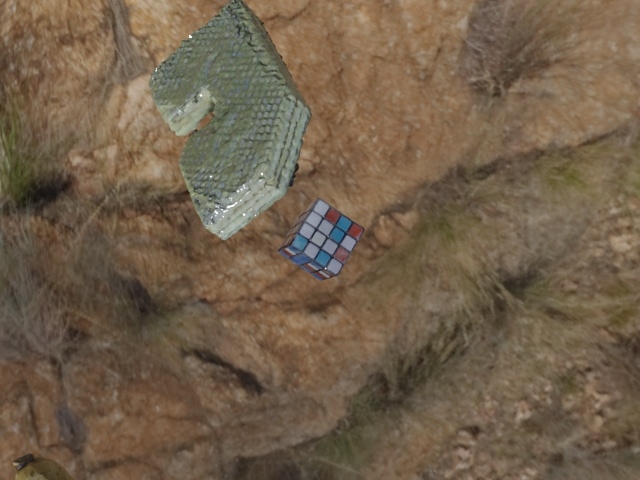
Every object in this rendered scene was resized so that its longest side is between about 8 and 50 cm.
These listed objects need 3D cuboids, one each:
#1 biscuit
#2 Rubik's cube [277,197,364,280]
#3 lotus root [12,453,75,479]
[{"bbox_3d":[-0.093,-0.130,0.830,0.147,0.250,0.046,-36,142,14],"label":"biscuit"},{"bbox_3d":[0.000,0.000,1.308,0.092,0.092,0.092,34,76,-8],"label":"Rubik's cube"},{"bbox_3d":[-0.331,0.328,1.020,0.152,0.072,0.063,44,136,4],"label":"lotus root"}]
